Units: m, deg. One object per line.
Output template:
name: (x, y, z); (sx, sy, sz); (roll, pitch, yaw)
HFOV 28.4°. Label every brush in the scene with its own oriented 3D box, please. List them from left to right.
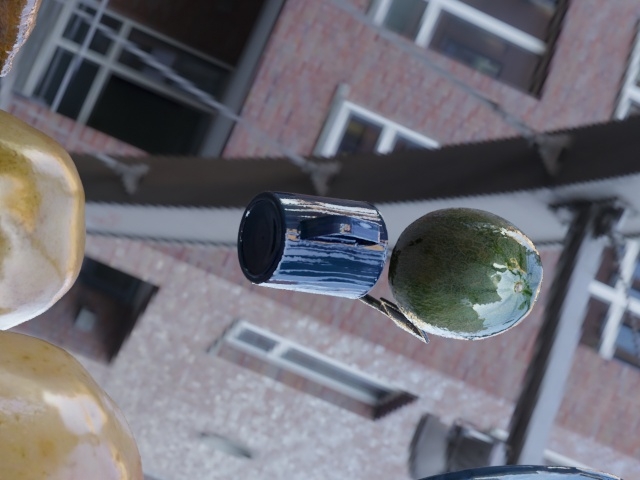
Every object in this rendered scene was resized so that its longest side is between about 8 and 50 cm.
brush: (0.101, 0.107, 1.928); (0.016, 0.063, 0.193); (-39, -149, -13)

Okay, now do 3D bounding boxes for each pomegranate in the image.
pomegranate: (-0.360, 0.249, 1.154); (0.411, 0.412, 0.411); (-156, -90, -81)
pomegranate: (-0.601, -0.035, 2.130); (0.416, 0.417, 0.416); (-156, -90, -81)

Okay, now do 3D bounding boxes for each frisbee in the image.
frisbee: (0.202, 0.307, 1.371); (0.289, 0.290, 0.049); (127, -34, -57)

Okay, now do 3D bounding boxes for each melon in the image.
melon: (0.121, 0.028, 1.080); (0.167, 0.114, 0.114); (0, -114, 64)

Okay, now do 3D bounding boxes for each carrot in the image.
carrot: (-0.344, -0.269, 1.430); (0.248, 0.059, 0.059); (123, -12, -51)

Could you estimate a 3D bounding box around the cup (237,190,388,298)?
cup: (-0.004, -0.007, 1.432); (0.150, 0.138, 0.113); (-52, -136, 37)
